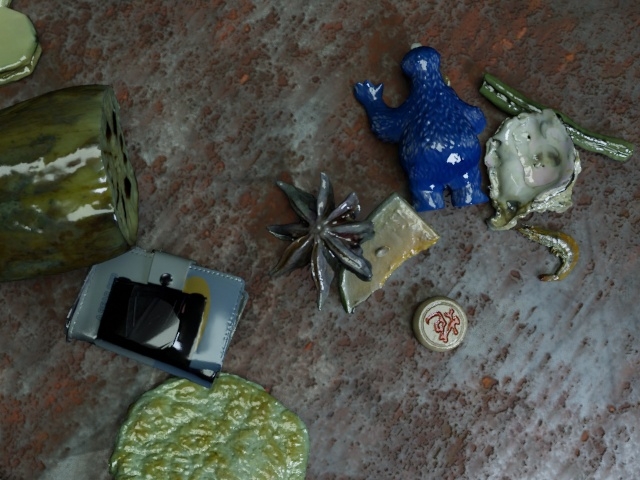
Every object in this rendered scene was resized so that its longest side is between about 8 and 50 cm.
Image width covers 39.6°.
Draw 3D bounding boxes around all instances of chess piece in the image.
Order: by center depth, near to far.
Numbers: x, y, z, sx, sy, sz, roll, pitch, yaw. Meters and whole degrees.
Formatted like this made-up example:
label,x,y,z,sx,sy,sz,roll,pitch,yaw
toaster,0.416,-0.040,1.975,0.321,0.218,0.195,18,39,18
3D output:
label,x,y,z,sx,sy,sz,roll,pitch,yaw
chess piece,0.178,0.125,1.328,0.083,0.038,0.084,1,86,-10

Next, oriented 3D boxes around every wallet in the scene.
label,x,y,z,sx,sy,sz,roll,pitch,yaw
wallet,-0.228,0.094,1.241,0.230,0.069,0.170,19,74,-1

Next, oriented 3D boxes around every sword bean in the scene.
label,x,y,z,sx,sy,sz,roll,pitch,yaw
sword bean,0.366,-0.186,1.381,0.269,0.038,0.043,24,108,-6

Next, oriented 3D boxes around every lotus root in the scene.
label,x,y,z,sx,sy,sz,roll,pitch,yaw
lotus root,-0.418,-0.067,1.154,0.345,0.250,0.251,-9,87,-8

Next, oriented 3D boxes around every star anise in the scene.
label,x,y,z,sx,sy,sz,roll,pitch,yaw
star anise,0.000,0.000,1.274,0.204,0.061,0.181,25,91,29

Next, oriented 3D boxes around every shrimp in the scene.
label,x,y,z,sx,sy,sz,roll,pitch,yaw
shrimp,0.344,0.020,1.369,0.114,0.023,0.083,22,86,-10

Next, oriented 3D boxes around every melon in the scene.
label,x,y,z,sx,sy,sz,roll,pitch,yaw
melon,0.078,0.019,1.297,0.182,0.054,0.098,-42,81,15

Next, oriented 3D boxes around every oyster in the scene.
label,x,y,z,sx,sy,sz,roll,pitch,yaw
oyster,0.312,-0.100,1.353,0.191,0.081,0.163,-45,75,6

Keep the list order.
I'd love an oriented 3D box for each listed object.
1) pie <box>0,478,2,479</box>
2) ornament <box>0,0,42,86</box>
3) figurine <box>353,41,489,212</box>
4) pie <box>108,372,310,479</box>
label,x,y,z,sx,sy,sz,roll,pitch,yaw
pie,-0.490,0.425,1.179,0.200,0.090,0.248,18,87,-10
ornament,-0.503,-0.310,1.250,0.180,0.059,0.201,-22,87,-9
figurine,0.167,-0.167,1.305,0.164,0.121,0.262,-23,87,-6
pie,-0.156,0.311,1.233,0.274,0.105,0.257,13,74,-8
